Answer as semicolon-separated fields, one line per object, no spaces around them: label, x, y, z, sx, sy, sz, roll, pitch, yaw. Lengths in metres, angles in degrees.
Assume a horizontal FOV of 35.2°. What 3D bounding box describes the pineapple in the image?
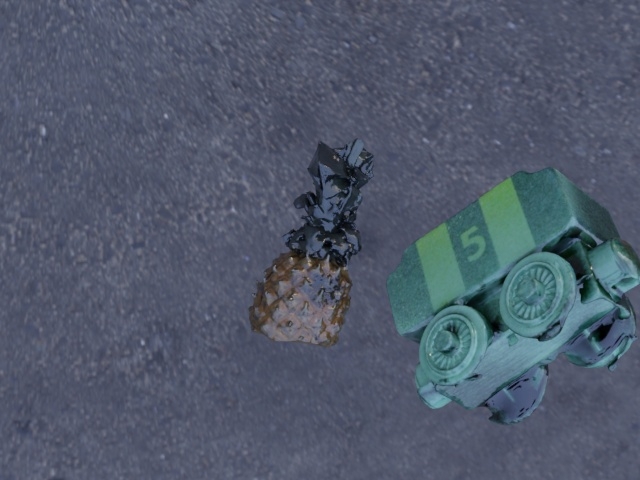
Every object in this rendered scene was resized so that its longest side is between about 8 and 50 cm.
pineapple;0.000;0.000;1.111;0.111;0.119;0.237;18;85;-33

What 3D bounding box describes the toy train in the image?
toy train;0.216;0.062;1.155;0.299;0.238;0.167;-36;135;26
